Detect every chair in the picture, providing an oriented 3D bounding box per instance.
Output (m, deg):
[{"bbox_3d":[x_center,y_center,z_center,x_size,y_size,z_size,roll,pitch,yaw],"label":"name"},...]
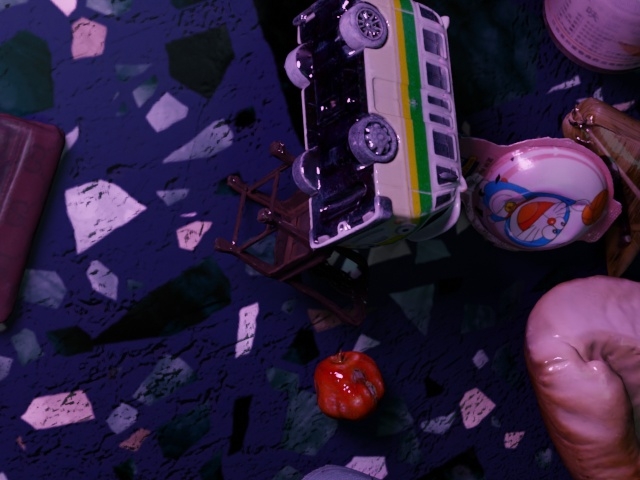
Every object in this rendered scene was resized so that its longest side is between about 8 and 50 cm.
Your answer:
[{"bbox_3d":[0.000,0.000,1.512,0.229,0.113,0.106,29,53,-28],"label":"chair"}]

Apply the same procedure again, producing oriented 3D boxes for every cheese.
[{"bbox_3d":[0.232,-0.065,1.618,0.286,0.074,0.189,21,129,-18],"label":"cheese"}]

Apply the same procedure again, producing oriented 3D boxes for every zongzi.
[{"bbox_3d":[0.352,-0.064,1.688,0.205,0.094,0.204,24,111,-22],"label":"zongzi"}]

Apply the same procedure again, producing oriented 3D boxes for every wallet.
[{"bbox_3d":[-0.377,-0.030,1.385,0.182,0.049,0.229,12,103,-30],"label":"wallet"}]

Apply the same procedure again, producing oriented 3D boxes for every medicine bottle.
[{"bbox_3d":[0.354,-0.306,1.478,0.165,0.273,0.165,1,74,-5],"label":"medicine bottle"}]

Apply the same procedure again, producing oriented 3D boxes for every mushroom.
[{"bbox_3d":[0.396,0.218,1.744,0.397,0.224,0.314,16,124,-20],"label":"mushroom"}]

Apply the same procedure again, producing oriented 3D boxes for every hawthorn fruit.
[{"bbox_3d":[0.033,0.174,1.619,0.093,0.093,0.093,-8,110,-22],"label":"hawthorn fruit"}]

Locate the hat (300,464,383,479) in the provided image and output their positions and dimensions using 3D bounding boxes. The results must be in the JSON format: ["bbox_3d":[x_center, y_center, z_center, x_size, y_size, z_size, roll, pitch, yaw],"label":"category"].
[{"bbox_3d":[0.035,0.358,1.688,0.191,0.078,0.138,17,91,-9],"label":"hat"}]

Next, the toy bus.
[{"bbox_3d":[0.066,-0.128,1.442,0.164,0.133,0.276,7,70,-34],"label":"toy bus"}]
